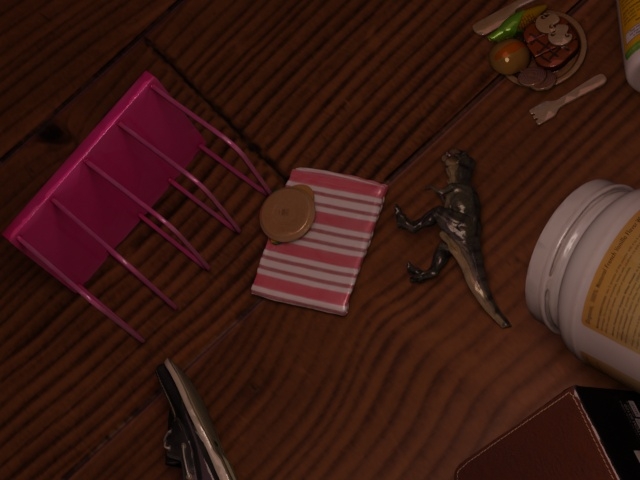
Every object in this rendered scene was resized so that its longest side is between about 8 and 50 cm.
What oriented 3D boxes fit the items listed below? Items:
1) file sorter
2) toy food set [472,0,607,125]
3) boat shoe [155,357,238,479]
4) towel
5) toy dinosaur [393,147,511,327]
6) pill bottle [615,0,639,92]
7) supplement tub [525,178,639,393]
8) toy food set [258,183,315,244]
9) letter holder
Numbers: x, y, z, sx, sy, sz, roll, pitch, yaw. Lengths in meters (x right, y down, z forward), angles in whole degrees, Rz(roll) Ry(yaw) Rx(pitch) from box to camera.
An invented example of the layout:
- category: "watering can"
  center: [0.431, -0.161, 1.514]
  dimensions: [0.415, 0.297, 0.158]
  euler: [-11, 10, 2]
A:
- category: "file sorter"
  center: [-0.233, -0.033, 1.798]
  dimensions: [0.182, 0.202, 0.291]
  euler: [36, 82, 26]
- category: "toy food set"
  center: [0.298, -0.264, 1.818]
  dimensions: [0.132, 0.038, 0.192]
  euler: [-31, 62, 3]
- category: "boat shoe"
  center: [-0.173, 0.259, 1.717]
  dimensions: [0.079, 0.084, 0.233]
  euler: [-27, 65, 4]
- category: "towel"
  center: [0.000, 0.000, 1.808]
  dimensions: [0.144, 0.029, 0.197]
  euler: [13, 75, 23]
- category: "toy dinosaur"
  center: [0.164, -0.005, 1.739]
  dimensions: [0.118, 0.064, 0.268]
  euler: [-12, 67, 5]
- category: "pill bottle"
  center: [0.456, -0.324, 1.737]
  dimensions: [0.136, 0.136, 0.246]
  euler: [-8, 66, 15]
- category: "supplement tub"
  center: [0.415, 0.075, 1.510]
  dimensions: [0.316, 0.228, 0.228]
  euler: [30, 79, 37]
- category: "toy food set"
  center: [-0.046, -0.036, 1.808]
  dimensions: [0.082, 0.020, 0.083]
  euler: [-14, 67, 13]
- category: "letter holder"
  center: [0.309, 0.348, 1.485]
  dimensions: [0.214, 0.152, 0.302]
  euler: [-41, 57, 31]
